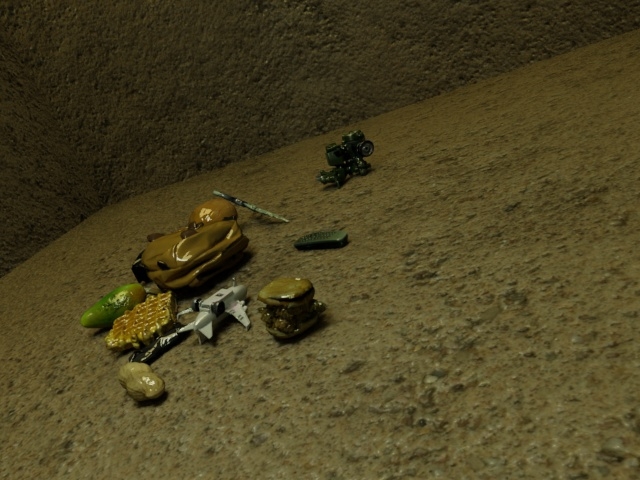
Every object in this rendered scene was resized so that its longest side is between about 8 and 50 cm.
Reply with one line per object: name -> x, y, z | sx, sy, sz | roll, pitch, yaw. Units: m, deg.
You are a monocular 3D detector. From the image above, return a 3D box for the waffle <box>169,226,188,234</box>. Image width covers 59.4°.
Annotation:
waffle -> -0.602, -0.005, 2.510 | 0.237, 0.059, 0.243 | -14, 24, 13

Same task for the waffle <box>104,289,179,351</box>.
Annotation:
waffle -> -0.544, 0.254, 1.773 | 0.283, 0.065, 0.309 | -8, 26, 35

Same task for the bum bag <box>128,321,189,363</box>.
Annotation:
bum bag -> -0.460, 0.291, 1.609 | 0.197, 0.049, 0.087 | -35, 19, -30

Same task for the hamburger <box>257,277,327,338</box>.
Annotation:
hamburger -> -0.066, 0.169, 1.406 | 0.184, 0.131, 0.159 | -4, 18, 26

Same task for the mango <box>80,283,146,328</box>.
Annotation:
mango -> -0.703, 0.233, 1.921 | 0.232, 0.111, 0.125 | -31, 17, -19

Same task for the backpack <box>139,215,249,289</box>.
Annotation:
backpack -> -0.447, 0.038, 2.005 | 0.353, 0.201, 0.378 | -6, 20, 44

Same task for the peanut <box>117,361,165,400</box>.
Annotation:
peanut -> -0.447, 0.353, 1.402 | 0.082, 0.082, 0.187 | -34, 23, -28

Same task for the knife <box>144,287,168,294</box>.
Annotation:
knife -> -0.651, 0.192, 2.104 | 0.297, 0.017, 0.047 | 2, 35, 48

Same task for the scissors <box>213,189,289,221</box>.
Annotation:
scissors -> -0.272, -0.133, 2.345 | 0.383, 0.256, 0.029 | 24, 91, 50

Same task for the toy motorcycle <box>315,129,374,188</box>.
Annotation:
toy motorcycle -> 0.100, -0.354, 2.437 | 0.275, 0.205, 0.127 | -19, 21, -7

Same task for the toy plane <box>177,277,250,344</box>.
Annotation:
toy plane -> -0.287, 0.190, 1.609 | 0.251, 0.101, 0.255 | 4, 31, 29

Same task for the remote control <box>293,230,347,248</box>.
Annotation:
remote control -> 0.000, 0.000, 1.873 | 0.222, 0.042, 0.072 | -4, 27, 43

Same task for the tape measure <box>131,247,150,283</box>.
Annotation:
tape measure -> -0.635, 0.080, 2.239 | 0.199, 0.112, 0.186 | -12, 29, 12

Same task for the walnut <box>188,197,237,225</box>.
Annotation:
walnut -> -0.439, -0.075, 2.322 | 0.193, 0.193, 0.225 | -14, 10, 23
